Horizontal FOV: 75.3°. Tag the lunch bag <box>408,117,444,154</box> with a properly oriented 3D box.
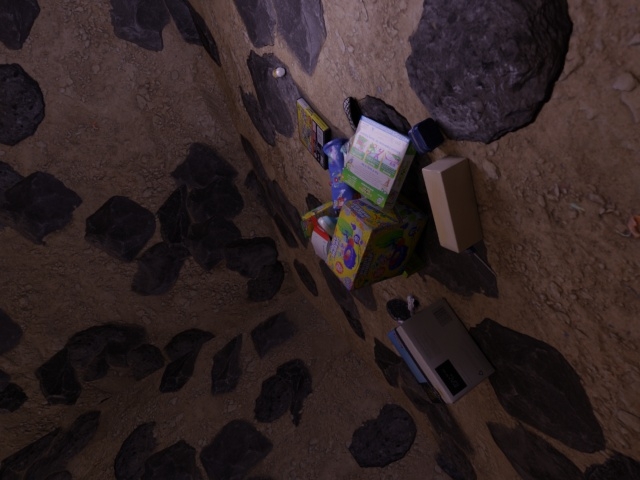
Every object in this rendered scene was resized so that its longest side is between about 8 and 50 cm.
[{"bbox_3d":[0.313,-0.304,1.231,0.098,0.067,0.065,61,165,-4],"label":"lunch bag"}]

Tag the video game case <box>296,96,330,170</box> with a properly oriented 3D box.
[{"bbox_3d":[-0.033,-0.513,2.012,0.248,0.035,0.275,53,163,25],"label":"video game case"}]

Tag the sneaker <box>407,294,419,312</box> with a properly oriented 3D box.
[{"bbox_3d":[0.440,0.309,1.940,0.069,0.038,0.098,37,152,57],"label":"sneaker"}]

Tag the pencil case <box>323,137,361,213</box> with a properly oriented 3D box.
[{"bbox_3d":[0.091,-0.266,1.733,0.133,0.119,0.306,-17,81,52],"label":"pencil case"}]

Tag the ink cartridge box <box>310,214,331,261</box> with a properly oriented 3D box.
[{"bbox_3d":[0.000,0.000,2.176,0.189,0.066,0.232,38,156,58],"label":"ink cartridge box"}]

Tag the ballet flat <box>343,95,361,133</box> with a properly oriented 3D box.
[{"bbox_3d":[0.135,-0.454,1.546,0.173,0.057,0.049,60,159,2],"label":"ballet flat"}]

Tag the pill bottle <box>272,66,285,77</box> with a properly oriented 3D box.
[{"bbox_3d":[-0.199,-0.809,1.998,0.083,0.043,0.043,28,144,62],"label":"pill bottle"}]

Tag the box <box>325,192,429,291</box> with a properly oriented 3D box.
[{"bbox_3d":[0.202,0.000,1.548,0.177,0.279,0.290,49,139,37],"label":"box"}]

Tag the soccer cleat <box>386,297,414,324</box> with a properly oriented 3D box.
[{"bbox_3d":[0.434,0.403,2.012,0.318,0.109,0.116,40,158,47],"label":"soccer cleat"}]

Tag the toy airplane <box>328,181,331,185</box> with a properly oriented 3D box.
[{"bbox_3d":[0.091,-0.259,2.071,0.151,0.028,0.151,55,164,23],"label":"toy airplane"}]

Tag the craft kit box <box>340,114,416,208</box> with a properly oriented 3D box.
[{"bbox_3d":[0.195,-0.272,1.429,0.250,0.061,0.246,43,120,41],"label":"craft kit box"}]

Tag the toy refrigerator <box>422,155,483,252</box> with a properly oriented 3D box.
[{"bbox_3d":[0.396,-0.109,1.245,0.094,0.102,0.269,33,149,60],"label":"toy refrigerator"}]

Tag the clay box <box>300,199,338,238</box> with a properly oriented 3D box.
[{"bbox_3d":[-0.011,-0.114,2.279,0.053,0.222,0.127,44,156,47],"label":"clay box"}]

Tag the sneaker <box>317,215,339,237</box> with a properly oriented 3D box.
[{"bbox_3d":[0.138,-0.093,1.809,0.319,0.208,0.127,21,-154,-53],"label":"sneaker"}]

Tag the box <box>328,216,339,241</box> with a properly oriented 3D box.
[{"bbox_3d":[0.090,-0.032,2.229,0.158,0.156,0.093,63,165,-7],"label":"box"}]

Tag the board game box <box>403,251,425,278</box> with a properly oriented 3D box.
[{"bbox_3d":[0.339,0.060,1.728,0.181,0.092,0.043,54,164,23],"label":"board game box"}]

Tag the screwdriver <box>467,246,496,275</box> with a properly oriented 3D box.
[{"bbox_3d":[0.506,0.048,1.334,0.170,0.024,0.025,47,131,23],"label":"screwdriver"}]

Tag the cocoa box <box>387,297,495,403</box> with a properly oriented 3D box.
[{"bbox_3d":[0.482,0.458,1.709,0.347,0.231,0.228,57,164,16],"label":"cocoa box"}]

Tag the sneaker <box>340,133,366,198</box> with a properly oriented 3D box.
[{"bbox_3d":[0.153,-0.262,1.603,0.122,0.110,0.283,-23,74,43],"label":"sneaker"}]
